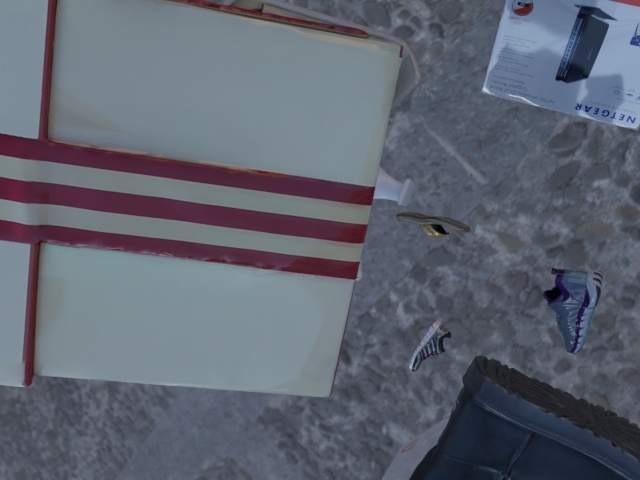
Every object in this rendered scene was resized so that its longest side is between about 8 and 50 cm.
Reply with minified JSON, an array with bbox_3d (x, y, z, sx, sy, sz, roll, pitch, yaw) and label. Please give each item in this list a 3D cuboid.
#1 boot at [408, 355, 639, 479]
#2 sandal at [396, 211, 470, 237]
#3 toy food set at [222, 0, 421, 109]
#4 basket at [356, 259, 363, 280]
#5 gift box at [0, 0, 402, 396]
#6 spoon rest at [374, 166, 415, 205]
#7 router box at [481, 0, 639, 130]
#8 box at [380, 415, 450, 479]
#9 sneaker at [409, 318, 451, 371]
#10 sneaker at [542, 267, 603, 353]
[{"bbox_3d":[0.274,0.429,0.977,0.367,0.146,0.445,27,104,10],"label":"boot"},{"bbox_3d":[0.251,-0.031,1.577,0.180,0.072,0.049,10,97,32],"label":"sandal"},{"bbox_3d":[-0.032,-0.248,1.067,0.306,0.092,0.220,11,164,-17],"label":"toy food set"},{"bbox_3d":[0.000,0.000,1.078,0.113,0.167,0.103,-13,109,-3],"label":"basket"},{"bbox_3d":[-0.113,-0.072,0.476,0.258,0.255,0.276,6,103,-12],"label":"gift box"},{"bbox_3d":[0.093,-0.131,1.521,0.276,0.084,0.137,25,94,39],"label":"spoon rest"},{"bbox_3d":[0.521,-0.398,1.399,0.335,0.082,0.301,16,138,11],"label":"router box"},{"bbox_3d":[0.245,0.488,1.378,0.215,0.345,0.168,-38,84,21],"label":"box"},{"bbox_3d":[0.320,0.315,2.039,0.075,0.063,0.170,32,94,13],"label":"sneaker"},{"bbox_3d":[0.481,0.131,1.378,0.098,0.083,0.224,12,136,17],"label":"sneaker"}]
